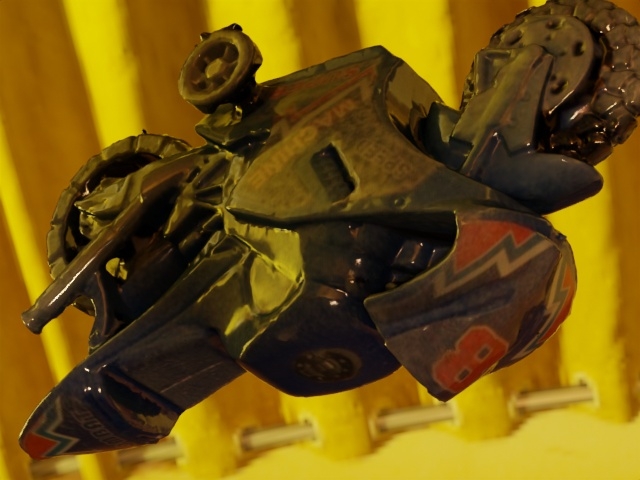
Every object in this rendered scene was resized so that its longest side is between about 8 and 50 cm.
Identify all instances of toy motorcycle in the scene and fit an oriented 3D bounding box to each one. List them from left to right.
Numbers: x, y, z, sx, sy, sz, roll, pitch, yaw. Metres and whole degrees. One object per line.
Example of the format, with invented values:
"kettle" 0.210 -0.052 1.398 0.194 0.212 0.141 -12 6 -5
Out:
"toy motorcycle" 0.000 0.000 0.454 0.205 0.076 0.114 -16 -126 28
